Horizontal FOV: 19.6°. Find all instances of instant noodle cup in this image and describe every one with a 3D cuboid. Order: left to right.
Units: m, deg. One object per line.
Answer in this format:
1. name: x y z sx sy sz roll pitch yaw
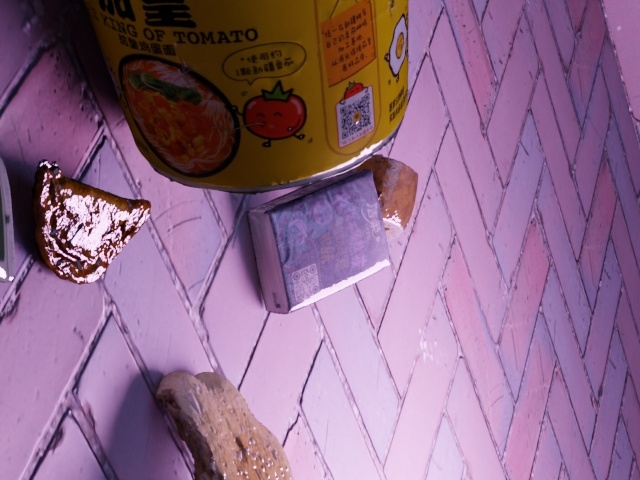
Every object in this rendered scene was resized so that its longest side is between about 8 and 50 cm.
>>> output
1. instant noodle cup: -0.061 -0.210 1.584 0.325 0.326 0.254 -64 152 -51

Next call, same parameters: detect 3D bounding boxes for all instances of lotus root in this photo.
1. lotus root: 0.052 -0.049 2.037 0.122 0.112 0.081 36 55 -62

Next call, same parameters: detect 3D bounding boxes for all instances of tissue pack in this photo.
1. tissue pack: 0.000 0.000 1.917 0.156 0.051 0.112 -23 108 -40

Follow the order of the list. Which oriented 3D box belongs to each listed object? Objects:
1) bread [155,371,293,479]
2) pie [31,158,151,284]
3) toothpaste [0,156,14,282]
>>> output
1. bread: -0.062 0.230 1.688 0.182 0.039 0.250 16 48 -61
2. pie: -0.201 -0.010 1.529 0.191 0.033 0.088 25 77 -66
3. toothpaste: -0.308 -0.019 1.241 0.392 0.061 0.098 2 83 -70
